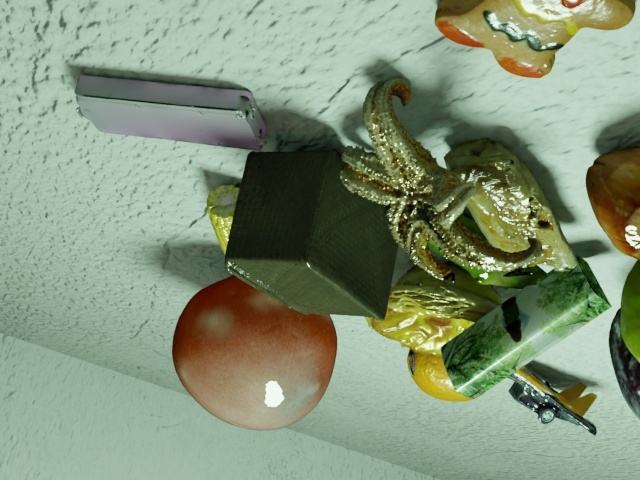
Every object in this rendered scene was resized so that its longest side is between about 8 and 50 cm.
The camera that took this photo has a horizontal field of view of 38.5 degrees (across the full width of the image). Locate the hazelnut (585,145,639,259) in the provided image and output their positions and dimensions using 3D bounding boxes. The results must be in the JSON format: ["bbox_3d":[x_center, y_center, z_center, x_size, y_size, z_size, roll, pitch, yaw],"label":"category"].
[{"bbox_3d":[0.395,-0.053,1.101,0.150,0.150,0.150,12,158,5],"label":"hazelnut"}]

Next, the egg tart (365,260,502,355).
[{"bbox_3d":[0.219,0.119,1.613,0.295,0.116,0.294,8,155,4],"label":"egg tart"}]

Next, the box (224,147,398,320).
[{"bbox_3d":[-0.002,0.000,1.348,0.143,0.184,0.273,2,160,29],"label":"box"}]

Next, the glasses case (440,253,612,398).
[{"bbox_3d":[0.313,0.135,1.430,0.272,0.095,0.062,-40,134,24],"label":"glasses case"}]

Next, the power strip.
[{"bbox_3d":[-0.209,-0.177,1.275,0.279,0.037,0.109,8,158,15],"label":"power strip"}]

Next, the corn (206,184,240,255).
[{"bbox_3d":[-0.138,-0.017,1.556,0.081,0.081,0.248,11,157,9],"label":"corn"}]

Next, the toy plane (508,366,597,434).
[{"bbox_3d":[0.434,0.308,1.945,0.316,0.103,0.204,25,-170,-16],"label":"toy plane"}]

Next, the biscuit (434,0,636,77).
[{"bbox_3d":[0.220,-0.235,0.880,0.166,0.036,0.250,21,157,-19],"label":"biscuit"}]

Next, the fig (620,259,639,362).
[{"bbox_3d":[0.539,0.056,1.199,0.233,0.314,0.233,27,139,27],"label":"fig"}]

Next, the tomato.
[{"bbox_3d":[-0.118,0.218,1.793,0.322,0.321,0.321,12,158,5],"label":"tomato"}]

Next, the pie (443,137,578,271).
[{"bbox_3d":[0.265,-0.039,1.261,0.129,0.068,0.282,2,147,36],"label":"pie"}]

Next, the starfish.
[{"bbox_3d":[0.143,-0.050,1.153,0.303,0.113,0.312,44,166,1],"label":"starfish"}]

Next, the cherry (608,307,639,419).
[{"bbox_3d":[0.558,0.188,1.382,0.218,0.296,0.255,-38,96,29],"label":"cherry"}]

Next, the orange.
[{"bbox_3d":[0.260,0.240,1.808,0.178,0.155,0.177,-3,175,0],"label":"orange"}]

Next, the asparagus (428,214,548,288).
[{"bbox_3d":[0.230,0.009,1.398,0.343,0.082,0.085,29,111,-36],"label":"asparagus"}]
